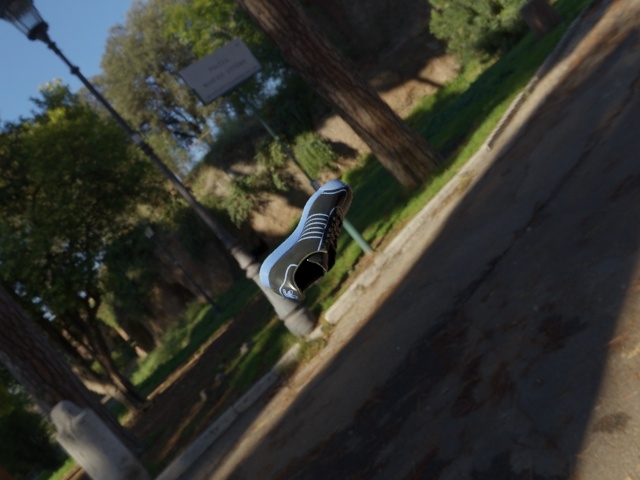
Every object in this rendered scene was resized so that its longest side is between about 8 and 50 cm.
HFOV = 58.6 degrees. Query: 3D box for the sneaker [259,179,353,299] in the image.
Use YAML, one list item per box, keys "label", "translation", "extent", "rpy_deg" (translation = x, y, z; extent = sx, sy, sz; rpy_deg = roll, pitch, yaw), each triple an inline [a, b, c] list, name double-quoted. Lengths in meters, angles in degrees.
- label: "sneaker"
  translation: [0.000, 0.000, 0.953]
  extent: [0.090, 0.081, 0.232]
  rpy_deg: [22, 68, 39]
